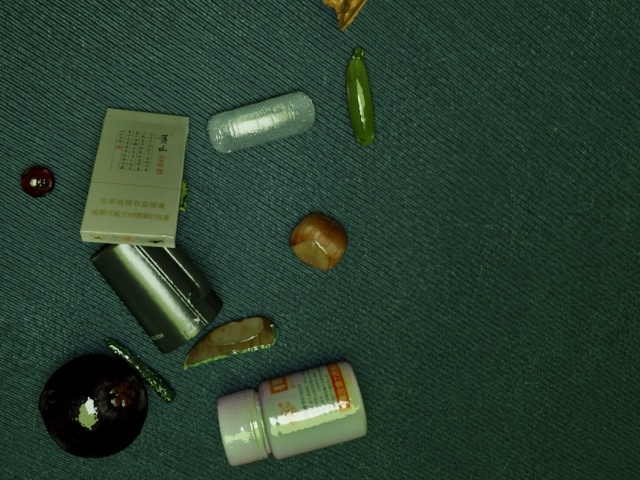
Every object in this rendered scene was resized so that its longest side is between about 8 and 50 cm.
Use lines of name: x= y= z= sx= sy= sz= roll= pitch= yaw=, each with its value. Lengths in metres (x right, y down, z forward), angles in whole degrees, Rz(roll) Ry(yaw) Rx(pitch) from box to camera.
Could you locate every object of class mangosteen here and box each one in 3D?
mangosteen: x=-0.703 y=-0.145 z=1.478 sx=0.081 sy=0.081 sz=0.081 roll=-2 pitch=105 yaw=-8
mangosteen: x=-0.612 y=0.443 z=1.572 sx=0.302 sy=0.275 sz=0.275 roll=-24 pitch=110 yaw=33

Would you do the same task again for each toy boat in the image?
toy boat: x=-0.262 y=0.284 z=1.647 sx=0.293 sy=0.108 sz=0.099 roll=-20 pitch=139 yaw=3

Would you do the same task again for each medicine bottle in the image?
medicine bottle: x=-0.078 y=0.486 z=1.664 sx=0.388 sy=0.219 sz=0.219 roll=-14 pitch=106 yaw=-4

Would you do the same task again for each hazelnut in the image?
hazelnut: x=0.000 y=0.000 z=1.593 sx=0.150 sy=0.150 sz=0.150 roll=-2 pitch=105 yaw=-8

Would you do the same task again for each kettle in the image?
kettle: x=-0.411 y=0.111 z=1.495 sx=0.203 sy=0.262 sz=0.308 roll=-39 pitch=105 yaw=-12

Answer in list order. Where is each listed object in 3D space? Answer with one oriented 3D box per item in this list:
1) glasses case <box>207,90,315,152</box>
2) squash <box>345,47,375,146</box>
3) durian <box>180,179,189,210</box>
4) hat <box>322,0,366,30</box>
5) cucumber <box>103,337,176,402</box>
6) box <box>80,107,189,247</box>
glasses case: x=-0.149 y=-0.302 z=1.525 sx=0.282 sy=0.067 sz=0.109 roll=-18 pitch=109 yaw=-6
squash: x=0.101 y=-0.369 z=1.546 sx=0.066 sy=0.066 sz=0.252 roll=-11 pitch=105 yaw=-6
durian: x=-0.442 y=-0.131 z=1.513 sx=0.220 sy=0.095 sz=0.137 roll=9 pitch=67 yaw=-9
hat: x=0.021 y=-0.674 z=1.417 sx=0.233 sy=0.233 sz=0.244 roll=34 pitch=127 yaw=2
cucumber: x=-0.499 y=0.357 z=1.655 sx=0.044 sy=0.043 sz=0.257 roll=-43 pitch=106 yaw=-1
box: x=-0.427 y=-0.155 z=1.403 sx=0.204 sy=0.365 sz=0.051 roll=4 pitch=148 yaw=-10
